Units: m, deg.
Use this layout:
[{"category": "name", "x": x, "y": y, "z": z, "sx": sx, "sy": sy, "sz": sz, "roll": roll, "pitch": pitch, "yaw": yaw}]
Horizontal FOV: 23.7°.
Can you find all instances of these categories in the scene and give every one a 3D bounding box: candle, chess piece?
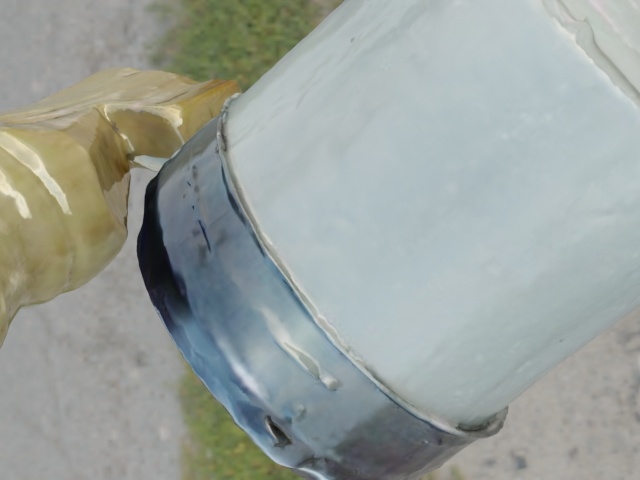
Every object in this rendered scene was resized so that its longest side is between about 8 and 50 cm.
[{"category": "candle", "x": 0.083, "y": -0.041, "z": 0.756, "sx": 0.342, "sy": 0.221, "sz": 0.221, "roll": -41, "pitch": 58, "yaw": 20}, {"category": "chess piece", "x": -0.167, "y": -0.027, "z": 0.867, "sx": 0.137, "sy": 0.301, "sz": 0.137, "roll": 18, "pitch": 128, "yaw": 25}]
